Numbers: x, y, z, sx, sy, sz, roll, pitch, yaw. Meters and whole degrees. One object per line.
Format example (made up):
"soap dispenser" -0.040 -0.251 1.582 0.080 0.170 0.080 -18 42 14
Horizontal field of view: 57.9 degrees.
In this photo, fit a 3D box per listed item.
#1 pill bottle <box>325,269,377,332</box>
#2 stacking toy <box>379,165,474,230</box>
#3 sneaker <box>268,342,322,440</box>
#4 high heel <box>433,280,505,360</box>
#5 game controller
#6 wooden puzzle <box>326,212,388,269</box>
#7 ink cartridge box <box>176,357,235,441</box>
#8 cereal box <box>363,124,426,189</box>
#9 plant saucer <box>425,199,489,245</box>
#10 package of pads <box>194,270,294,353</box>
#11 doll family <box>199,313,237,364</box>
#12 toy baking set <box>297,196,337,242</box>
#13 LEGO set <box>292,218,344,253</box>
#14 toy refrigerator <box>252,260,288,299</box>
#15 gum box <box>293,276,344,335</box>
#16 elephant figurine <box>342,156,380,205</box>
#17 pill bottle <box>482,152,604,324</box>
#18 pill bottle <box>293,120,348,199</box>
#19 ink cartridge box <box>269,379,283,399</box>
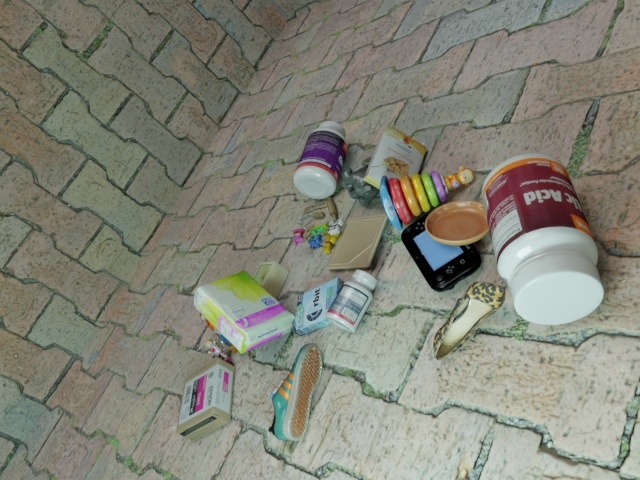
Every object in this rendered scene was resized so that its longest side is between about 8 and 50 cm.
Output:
"pill bottle" 0.102 0.188 1.818 0.108 0.108 0.180 8 62 54
"stacking toy" 0.350 -0.162 1.866 0.302 0.175 0.166 -19 15 13
"sneaker" -0.086 0.455 1.767 0.121 0.108 0.302 -12 49 39
"high heel" 0.365 0.205 1.427 0.186 0.093 0.261 -58 -1 -22
"game controller" 0.354 0.022 1.725 0.166 0.067 0.319 -41 33 13
"wooden puzzle" 0.136 0.008 2.035 0.238 0.044 0.221 -10 49 51
"ink cartridge box" -0.406 0.566 2.063 0.193 0.088 0.235 -35 34 24
"cereal box" 0.266 -0.271 2.040 0.047 0.173 0.240 -41 25 59
"plant saucer" 0.409 -0.047 1.698 0.200 0.037 0.200 -12 36 9
"package of pads" -0.273 0.244 2.013 0.296 0.229 0.101 37 127 32
"doll family" -0.365 0.335 2.145 0.118 0.263 0.163 -31 53 -32
"toy baking set" -0.017 -0.092 2.329 0.197 0.030 0.256 -35 35 22
"LEGO set" 0.000 0.000 2.168 0.227 0.087 0.093 -13 49 35
"toy refrigerator" -0.232 0.214 2.213 0.102 0.094 0.269 -7 51 48
"gum box" -0.005 0.226 1.972 0.184 0.041 0.157 -27 38 32
"elephant figurine" 0.206 -0.255 2.131 0.239 0.169 0.186 -40 59 -14
"pill bottle" 0.528 -0.010 1.396 0.224 0.224 0.392 -29 37 29
"pill bottle" 0.011 -0.342 2.416 0.181 0.181 0.323 -16 45 42
"ink cartridge box" -0.120 0.483 1.855 0.083 0.028 0.048 -52 32 -5
